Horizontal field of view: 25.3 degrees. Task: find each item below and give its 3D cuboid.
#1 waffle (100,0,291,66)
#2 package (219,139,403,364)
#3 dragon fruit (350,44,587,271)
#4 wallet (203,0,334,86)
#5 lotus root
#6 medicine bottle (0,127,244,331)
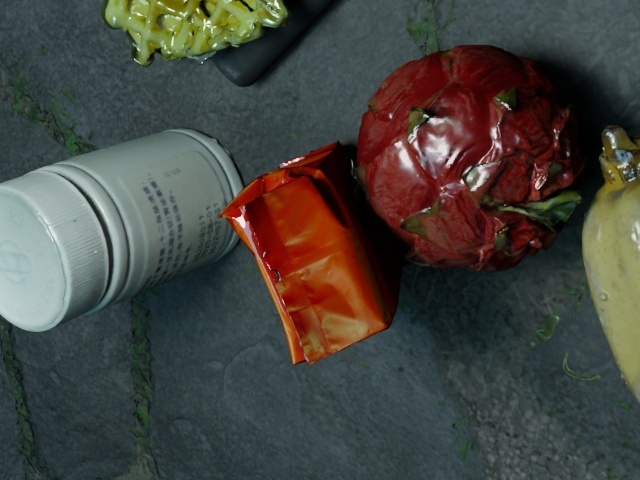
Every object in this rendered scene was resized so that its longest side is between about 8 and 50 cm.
[{"bbox_3d":[-0.161,-0.359,1.690,0.317,0.073,0.297,-9,103,35],"label":"waffle"},{"bbox_3d":[-0.001,0.000,1.598,0.123,0.423,0.196,-23,95,8],"label":"package"},{"bbox_3d":[0.146,-0.083,1.518,0.299,0.244,0.244,-11,98,48],"label":"dragon fruit"},{"bbox_3d":[-0.039,-0.381,1.669,0.406,0.062,0.228,-42,78,40],"label":"wallet"},{"bbox_3d":[0.361,0.040,1.452,0.169,0.151,0.342,-20,90,53],"label":"lotus root"},{"bbox_3d":[-0.265,-0.019,1.787,0.190,0.332,0.190,13,112,34],"label":"medicine bottle"}]
